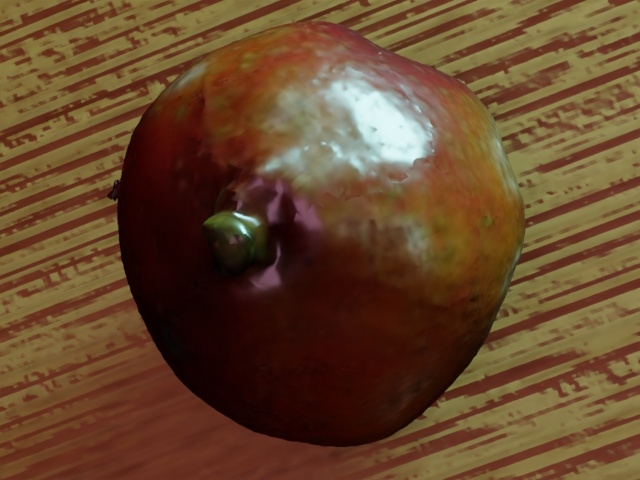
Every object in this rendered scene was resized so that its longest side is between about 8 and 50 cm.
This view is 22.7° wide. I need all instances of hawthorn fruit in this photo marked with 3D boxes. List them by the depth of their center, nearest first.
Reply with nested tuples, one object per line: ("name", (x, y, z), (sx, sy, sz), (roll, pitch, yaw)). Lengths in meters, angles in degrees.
("hawthorn fruit", (0.000, 0.000, 0.616), (0.169, 0.188, 0.169), (1, 95, 7))
